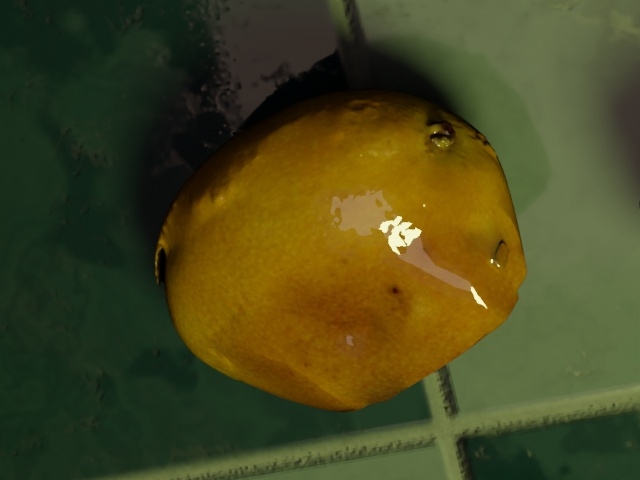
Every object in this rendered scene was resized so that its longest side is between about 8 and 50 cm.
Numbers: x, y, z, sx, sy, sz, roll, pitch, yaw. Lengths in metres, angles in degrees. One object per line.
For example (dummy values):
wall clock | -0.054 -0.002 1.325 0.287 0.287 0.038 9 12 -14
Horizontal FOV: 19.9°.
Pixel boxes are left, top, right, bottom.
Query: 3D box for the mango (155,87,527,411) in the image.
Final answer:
mango | 0.000 0.000 1.085 0.166 0.136 0.236 43 123 -16
